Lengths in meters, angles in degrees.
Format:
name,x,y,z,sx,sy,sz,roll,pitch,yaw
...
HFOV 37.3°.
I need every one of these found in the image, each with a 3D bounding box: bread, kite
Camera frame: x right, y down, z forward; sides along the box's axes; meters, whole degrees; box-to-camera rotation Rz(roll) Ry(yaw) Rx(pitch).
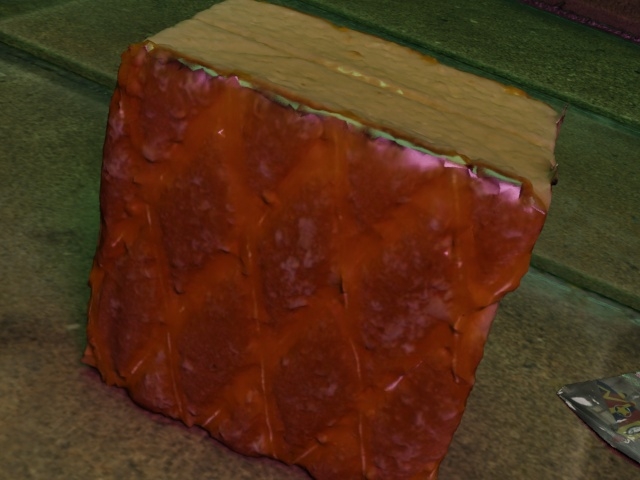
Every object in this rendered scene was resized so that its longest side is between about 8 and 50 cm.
name,x,y,z,sx,sy,sz,roll,pitch,yaw
bread,0.000,0.000,0.684,0.279,0.279,0.207,18,30,9
kite,0.330,0.148,0.862,0.245,0.015,0.141,-14,42,-38
